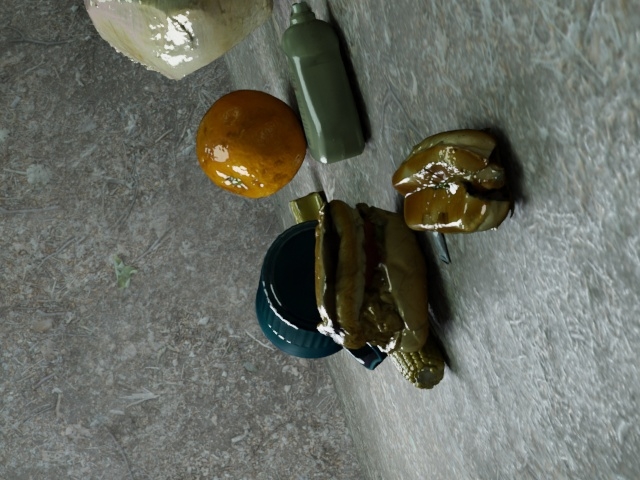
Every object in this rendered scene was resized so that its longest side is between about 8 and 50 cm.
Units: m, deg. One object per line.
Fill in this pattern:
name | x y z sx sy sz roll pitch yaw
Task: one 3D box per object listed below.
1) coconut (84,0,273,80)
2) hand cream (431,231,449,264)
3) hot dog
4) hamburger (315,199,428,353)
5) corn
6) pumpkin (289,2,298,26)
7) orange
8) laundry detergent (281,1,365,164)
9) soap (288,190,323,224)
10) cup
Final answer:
coconut | -0.290 -0.551 1.752 0.404 0.404 0.405 162 90 -83
hand cream | 0.153 -0.014 1.163 0.030 0.019 0.093 -137 23 -72
hot dog | 0.137 -0.061 0.941 0.269 0.072 0.109 -173 68 -80
hamburger | 0.073 0.054 1.326 0.244 0.163 0.245 177 90 -89
corn | 0.136 0.158 1.441 0.238 0.080 0.080 -123 17 -54
pumpkin | -0.034 -0.391 1.589 0.101 0.035 0.073 -114 20 -61
orange | -0.164 -0.227 2.070 0.261 0.261 0.261 162 90 -83
laundry detergent | -0.002 -0.259 1.429 0.181 0.091 0.253 -113 7 -75
soap | -0.002 0.001 2.117 0.135 0.076 0.233 -167 59 -81
cup | -0.002 0.130 1.793 0.292 0.242 0.308 105 150 -73
